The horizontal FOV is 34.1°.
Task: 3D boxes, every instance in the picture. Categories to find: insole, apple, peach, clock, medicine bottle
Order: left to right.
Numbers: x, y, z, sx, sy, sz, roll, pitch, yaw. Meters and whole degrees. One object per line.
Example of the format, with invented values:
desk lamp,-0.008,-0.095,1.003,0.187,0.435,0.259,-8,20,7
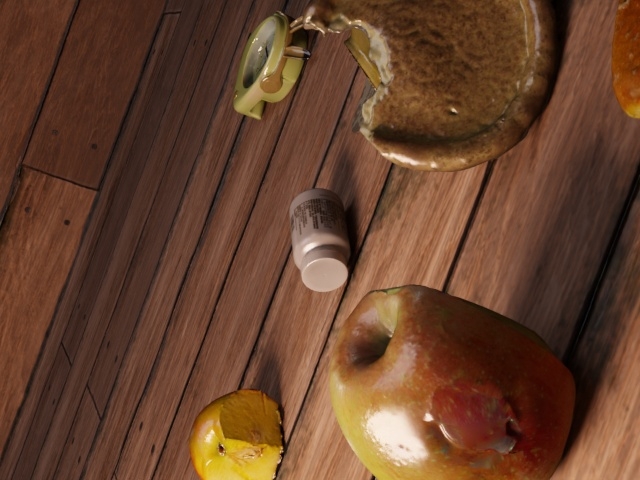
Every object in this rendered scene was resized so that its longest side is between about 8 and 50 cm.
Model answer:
peach,-0.118,0.269,1.424,0.118,0.151,0.151,16,87,55
clock,-0.079,-0.329,1.893,0.232,0.069,0.170,-27,48,58
medicine bottle,0.000,0.000,1.423,0.079,0.079,0.140,-55,27,34
insole,0.083,-0.248,1.530,0.065,0.006,0.194,11,83,67
apple,0.109,0.141,0.914,0.207,0.188,0.174,-39,34,48

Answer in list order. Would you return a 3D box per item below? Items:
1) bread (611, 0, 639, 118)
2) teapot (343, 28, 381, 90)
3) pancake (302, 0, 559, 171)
bread,0.328,-0.196,0.780,0.234,0.110,0.184,-29,45,59
teapot,0.128,-0.247,1.240,0.182,0.173,0.269,-35,49,7
pancake,0.114,-0.216,1.125,0.033,0.286,0.288,53,-129,-74
